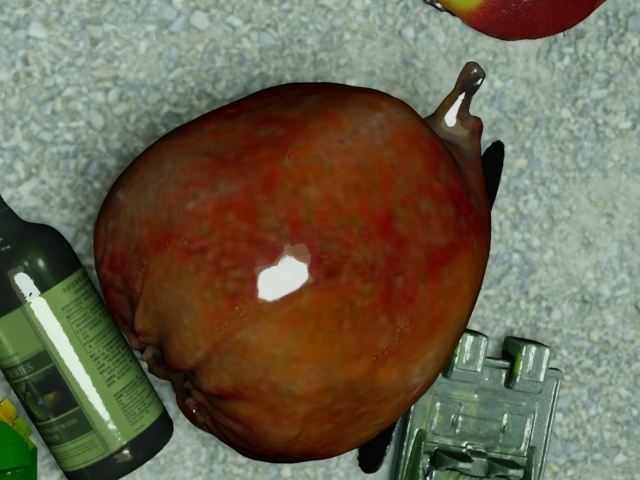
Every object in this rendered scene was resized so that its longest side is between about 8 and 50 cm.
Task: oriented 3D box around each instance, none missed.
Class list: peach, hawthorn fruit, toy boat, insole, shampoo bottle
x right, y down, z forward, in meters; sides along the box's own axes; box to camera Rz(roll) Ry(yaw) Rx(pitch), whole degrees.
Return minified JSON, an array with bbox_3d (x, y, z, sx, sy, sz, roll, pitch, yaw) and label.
[{"bbox_3d":[0.217,-0.292,1.157,0.279,0.068,0.189,-29,102,-13],"label":"peach"},{"bbox_3d":[-0.016,0.016,1.000,0.308,0.308,0.325,55,50,-11],"label":"hawthorn fruit"},{"bbox_3d":[0.131,0.242,1.142,0.141,0.092,0.320,10,91,-14],"label":"toy boat"},{"bbox_3d":[0.099,0.059,1.119,0.007,0.109,0.322,21,91,-13],"label":"insole"},{"bbox_3d":[-0.229,0.064,1.027,0.101,0.101,0.284,-31,100,-13],"label":"shampoo bottle"}]

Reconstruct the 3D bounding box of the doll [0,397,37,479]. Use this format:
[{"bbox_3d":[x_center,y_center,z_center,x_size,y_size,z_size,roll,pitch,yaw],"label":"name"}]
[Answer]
[{"bbox_3d":[-0.299,0.168,1.004,0.134,0.106,0.186,-7,76,-38],"label":"doll"}]
